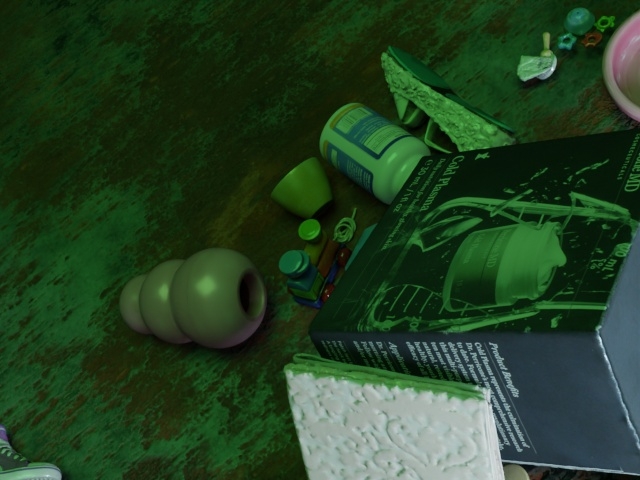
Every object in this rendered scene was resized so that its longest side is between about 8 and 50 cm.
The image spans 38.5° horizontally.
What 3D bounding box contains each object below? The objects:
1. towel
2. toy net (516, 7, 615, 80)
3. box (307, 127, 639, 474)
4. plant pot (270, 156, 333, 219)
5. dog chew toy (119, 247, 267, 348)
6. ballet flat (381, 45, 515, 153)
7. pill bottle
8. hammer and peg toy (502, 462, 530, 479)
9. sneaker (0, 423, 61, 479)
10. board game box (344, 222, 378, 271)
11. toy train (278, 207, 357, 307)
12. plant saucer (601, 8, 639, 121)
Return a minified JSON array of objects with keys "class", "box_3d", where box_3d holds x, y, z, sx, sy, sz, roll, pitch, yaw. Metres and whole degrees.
[{"class":"towel","box_3d":[0.117,0.324,1.391,0.332,0.317,0.053,6,33,28]},{"class":"toy net","box_3d":[0.526,-0.412,1.984,0.232,0.045,0.122,-46,56,-6]},{"class":"box","box_3d":[0.320,0.084,1.460,0.472,0.297,0.480,-3,37,37]},{"class":"plant pot","box_3d":[-0.027,-0.101,1.987,0.134,0.134,0.095,-41,81,-5]},{"class":"dog chew toy","box_3d":[-0.279,0.125,1.905,0.332,0.206,0.206,-7,58,28]},{"class":"ballet flat","box_3d":[0.243,-0.279,1.974,0.147,0.147,0.409,-41,52,-5]},{"class":"pill bottle","box_3d":[0.137,-0.168,1.931,0.152,0.152,0.272,-45,54,-8]},{"class":"hammer and peg toy","box_3d":[0.168,0.456,1.546,0.361,0.127,0.266,-35,51,0]},{"class":"sneaker","box_3d":[-0.661,0.454,1.921,0.282,0.102,0.161,-9,54,18]},{"class":"board game box","box_3d":[0.131,0.036,1.882,0.133,0.033,0.168,10,60,34]},{"class":"toy train","box_3d":[0.000,0.000,1.889,0.105,0.143,0.248,13,66,29]},{"class":"plant saucer","box_3d":[0.736,-0.344,1.825,0.332,0.084,0.332,-11,57,18]}]
